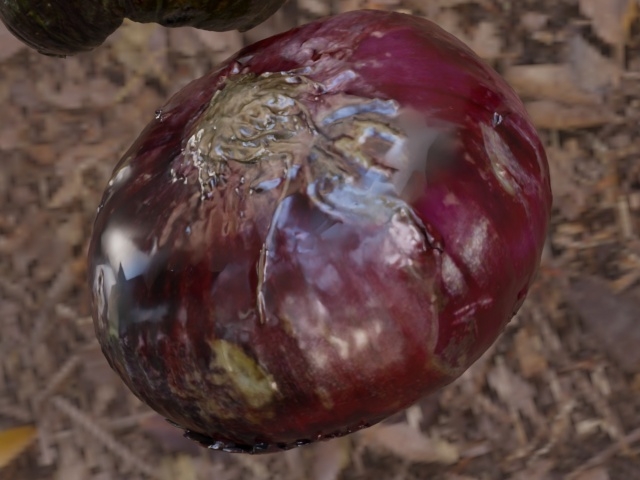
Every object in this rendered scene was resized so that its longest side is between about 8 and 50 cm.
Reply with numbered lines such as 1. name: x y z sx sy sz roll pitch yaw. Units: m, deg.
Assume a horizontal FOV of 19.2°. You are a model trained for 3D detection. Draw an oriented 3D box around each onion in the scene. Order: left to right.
1. onion: 0.000 0.000 0.957 0.246 0.246 0.190 -7 128 41

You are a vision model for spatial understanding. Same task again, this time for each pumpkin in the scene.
1. pumpkin: -0.110 -0.168 1.020 0.183 0.107 0.119 -10 82 16
